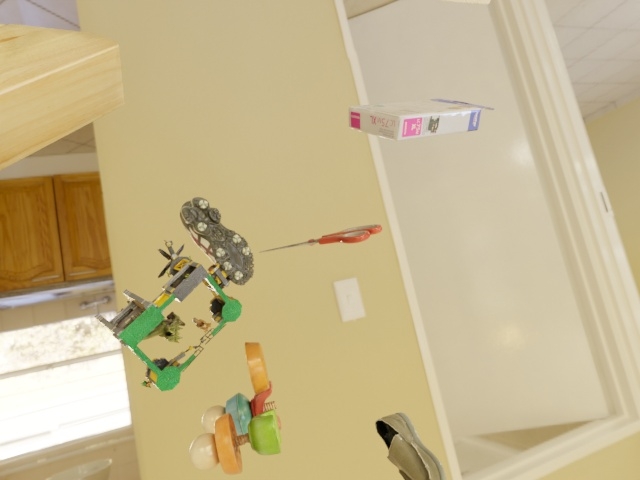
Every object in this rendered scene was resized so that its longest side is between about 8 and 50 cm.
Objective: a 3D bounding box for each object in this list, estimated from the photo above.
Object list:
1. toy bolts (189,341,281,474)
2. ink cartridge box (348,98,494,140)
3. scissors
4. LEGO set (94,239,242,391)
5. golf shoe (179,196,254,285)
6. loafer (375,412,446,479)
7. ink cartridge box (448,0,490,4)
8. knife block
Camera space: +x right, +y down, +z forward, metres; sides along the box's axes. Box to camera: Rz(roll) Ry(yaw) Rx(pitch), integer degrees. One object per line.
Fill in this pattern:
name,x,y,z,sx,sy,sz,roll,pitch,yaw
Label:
toy bolts,-0.172,0.324,0.840,0.158,0.218,0.228,-13,164,-8
ink cartridge box,0.247,-0.301,1.049,0.311,0.065,0.186,-16,-150,-27
scissors,0.000,0.000,1.025,0.297,0.021,0.109,-9,-166,29
LEGO set,-0.384,0.185,1.080,0.192,0.331,0.255,11,147,45
golf shoe,-0.284,0.005,1.185,0.105,0.273,0.120,-40,-166,-30
loafer,0.189,0.484,0.950,0.087,0.094,0.251,11,-167,-19
ink cartridge box,0.254,-0.542,0.692,0.100,0.172,0.237,-1,150,-8
knife block,-0.350,-0.119,0.433,0.276,0.242,0.088,-3,145,-22
